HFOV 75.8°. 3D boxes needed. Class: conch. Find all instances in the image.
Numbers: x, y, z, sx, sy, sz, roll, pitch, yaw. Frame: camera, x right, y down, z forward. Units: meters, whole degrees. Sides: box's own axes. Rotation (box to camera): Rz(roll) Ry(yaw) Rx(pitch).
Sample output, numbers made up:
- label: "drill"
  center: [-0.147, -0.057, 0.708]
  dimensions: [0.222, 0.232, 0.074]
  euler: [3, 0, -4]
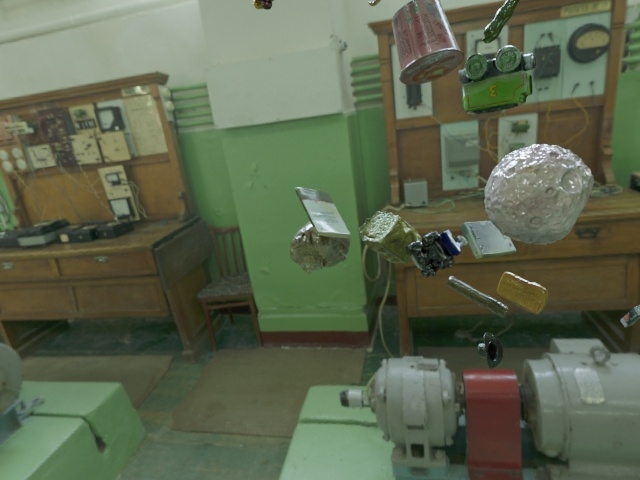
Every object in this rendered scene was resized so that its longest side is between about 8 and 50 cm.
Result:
- label: "conch"
  center: [-0.003, -0.001, 2.063]
  dimensions: [0.298, 0.351, 0.210]
  euler: [8, -5, 9]

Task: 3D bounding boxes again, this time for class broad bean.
- label: "broad bean"
  center: [0.647, -0.800, 1.423]
  dimensions: [0.052, 0.256, 0.053]
  euler: [36, 9, 14]

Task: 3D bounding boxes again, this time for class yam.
- label: "yam"
  center: [0.677, 0.242, 1.784]
  dimensions: [0.274, 0.061, 0.061]
  euler: [29, 29, 12]

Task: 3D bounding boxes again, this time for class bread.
- label: "bread"
  center: [0.806, 0.206, 1.633]
  dimensions: [0.077, 0.115, 0.200]
  euler: [3, 17, -32]
- label: "bread"
  center: [0.359, -0.014, 2.059]
  dimensions: [0.239, 0.252, 0.195]
  euler: [4, 61, 47]

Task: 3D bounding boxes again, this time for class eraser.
- label: "eraser"
  center: [0.868, 0.211, 1.142]
  dimensions: [0.019, 0.099, 0.027]
  euler: [-13, 55, 1]

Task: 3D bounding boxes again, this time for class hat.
- label: "hat"
  center: [0.536, 0.352, 1.319]
  dimensions: [0.121, 0.121, 0.051]
  euler: [-25, 8, -42]

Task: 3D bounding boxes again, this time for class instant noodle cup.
- label: "instant noodle cup"
  center: [0.389, -0.751, 1.555]
  dimensions: [0.243, 0.230, 0.243]
  euler: [-14, -6, -1]

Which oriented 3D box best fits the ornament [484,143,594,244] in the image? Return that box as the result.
- label: "ornament"
  center: [0.549, -0.123, 1.062]
  dimensions: [0.225, 0.259, 0.259]
  euler: [23, 30, 21]

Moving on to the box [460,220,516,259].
- label: "box"
  center: [0.822, -0.011, 2.007]
  dimensions: [0.271, 0.210, 0.045]
  euler: [-3, -27, -29]

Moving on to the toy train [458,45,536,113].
- label: "toy train"
  center: [0.768, -0.692, 1.793]
  dimensions: [0.308, 0.248, 0.174]
  euler: [-2, 10, 34]

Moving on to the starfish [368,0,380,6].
- label: "starfish"
  center: [0.209, -1.001, 1.533]
  dimensions: [0.071, 0.238, 0.215]
  euler: [-11, 47, -8]

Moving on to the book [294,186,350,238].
- label: "book"
  center: [0.009, -0.134, 1.930]
  dimensions: [0.202, 0.026, 0.289]
  euler: [5, 48, -39]

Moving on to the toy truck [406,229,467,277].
- label: "toy truck"
  center: [0.490, 0.041, 1.730]
  dimensions: [0.177, 0.161, 0.213]
  euler: [-27, -7, -40]

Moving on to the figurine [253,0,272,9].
- label: "figurine"
  center: [-0.152, -0.797, 1.106]
  dimensions: [0.196, 0.322, 0.320]
  euler: [25, 8, 19]
